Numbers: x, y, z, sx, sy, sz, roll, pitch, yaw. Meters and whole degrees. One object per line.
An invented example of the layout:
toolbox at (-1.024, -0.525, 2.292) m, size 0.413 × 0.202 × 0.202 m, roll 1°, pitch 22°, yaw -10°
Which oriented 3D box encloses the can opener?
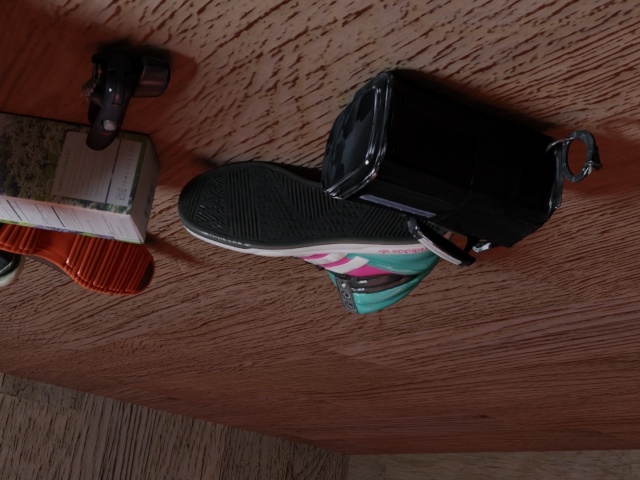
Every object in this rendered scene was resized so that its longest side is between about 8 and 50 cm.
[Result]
can opener at (-0.194, -0.121, 0.875) m, size 0.073 × 0.059 × 0.186 m, roll 16°, pitch 159°, yaw -20°

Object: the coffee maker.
coffee maker at (0.112, -0.075, 0.821) m, size 0.178 × 0.120 × 0.171 m, roll 16°, pitch 136°, yaw -24°

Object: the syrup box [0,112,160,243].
syrup box at (-0.302, -0.070, 1.016) m, size 0.237 × 0.093 × 0.096 m, roll 8°, pitch 161°, yaw 1°

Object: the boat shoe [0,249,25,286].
boat shoe at (-0.596, 0.005, 1.318) m, size 0.340 × 0.127 × 0.113 m, roll 7°, pitch 160°, yaw 0°

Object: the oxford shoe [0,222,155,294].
oxford shoe at (-0.343, -0.004, 1.264) m, size 0.271 × 0.097 × 0.098 m, roll 31°, pitch 172°, yaw -38°

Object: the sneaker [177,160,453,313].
sneaker at (0.000, 0.000, 1.055) m, size 0.295 × 0.124 × 0.178 m, roll 5°, pitch 151°, yaw 8°
